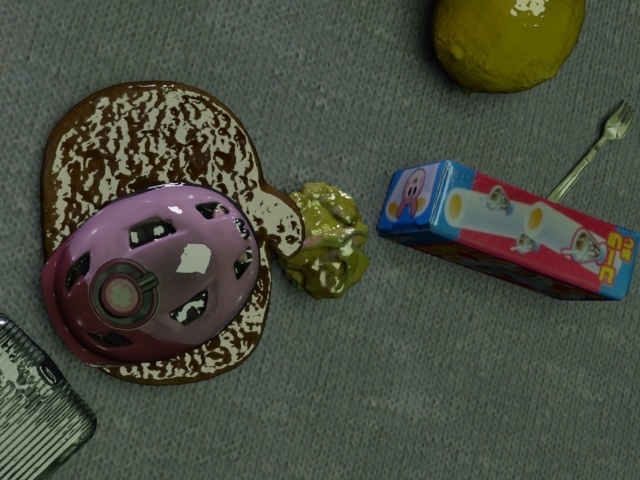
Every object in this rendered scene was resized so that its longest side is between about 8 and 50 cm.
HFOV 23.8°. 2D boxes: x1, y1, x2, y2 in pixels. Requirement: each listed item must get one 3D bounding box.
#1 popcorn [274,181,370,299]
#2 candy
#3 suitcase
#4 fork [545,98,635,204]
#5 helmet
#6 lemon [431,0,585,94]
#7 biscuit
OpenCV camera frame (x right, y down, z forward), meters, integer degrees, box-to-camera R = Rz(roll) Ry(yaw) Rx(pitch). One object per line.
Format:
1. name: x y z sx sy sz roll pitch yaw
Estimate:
1. popcorn: 0.000 0.000 1.910 0.126 0.126 0.145 1 106 2
2. candy: 0.246 -0.008 1.987 0.306 0.157 0.100 18 82 -21
3. suitcase: -0.418 0.239 1.720 0.312 0.128 0.202 -43 105 -18
4. fork: 0.371 -0.114 2.111 0.034 0.028 0.219 47 73 -19
5. helmet: -0.189 0.042 1.730 0.253 0.154 0.198 -29 96 -8
6. lemon: 0.242 -0.289 1.966 0.192 0.192 0.231 15 116 -22
7. biscuit: -0.176 -0.011 1.830 0.314 0.063 0.367 -6 92 -7
